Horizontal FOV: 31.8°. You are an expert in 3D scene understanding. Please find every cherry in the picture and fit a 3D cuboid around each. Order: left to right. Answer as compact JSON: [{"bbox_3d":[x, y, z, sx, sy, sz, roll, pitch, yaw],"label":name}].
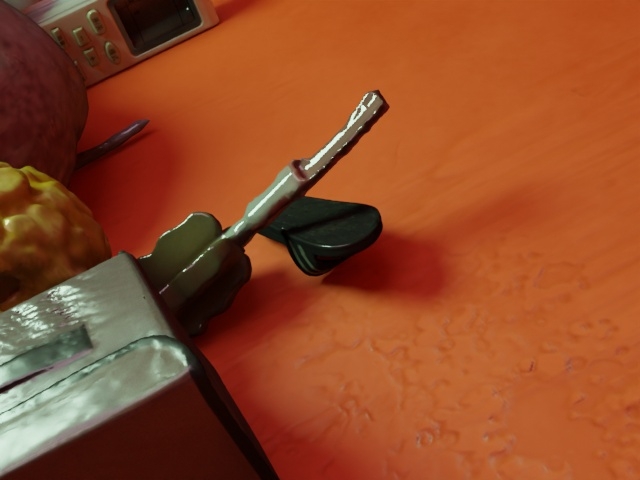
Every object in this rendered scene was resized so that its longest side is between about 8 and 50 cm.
[{"bbox_3d":[-0.386,-0.133,1.074,0.291,0.335,0.326,-36,15,9],"label":"cherry"}]

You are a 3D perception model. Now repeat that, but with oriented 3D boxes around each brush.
[{"bbox_3d":[-0.057,-0.012,0.916,0.301,0.071,0.084,-43,46,9],"label":"brush"}]

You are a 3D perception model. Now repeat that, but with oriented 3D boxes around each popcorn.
[{"bbox_3d":[-0.278,0.050,0.878,0.250,0.190,0.250,-37,0,0],"label":"popcorn"}]

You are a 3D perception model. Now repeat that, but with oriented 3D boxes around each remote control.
[{"bbox_3d":[-0.259,-0.236,1.278,0.277,0.103,0.055,-26,43,-4],"label":"remote control"}]

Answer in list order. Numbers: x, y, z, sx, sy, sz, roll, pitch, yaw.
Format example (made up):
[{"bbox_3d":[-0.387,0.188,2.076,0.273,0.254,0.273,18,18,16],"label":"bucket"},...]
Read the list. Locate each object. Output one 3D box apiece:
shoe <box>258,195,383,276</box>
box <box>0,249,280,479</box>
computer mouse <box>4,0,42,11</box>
[{"bbox_3d":[0.000,0.000,0.948,0.071,0.049,0.179,-27,21,-23],"label":"shoe"},{"bbox_3d":[-0.179,0.150,0.763,0.252,0.188,0.153,-30,43,-4],"label":"box"},{"bbox_3d":[-0.419,-0.300,1.381,0.158,0.072,0.310,-6,75,23],"label":"computer mouse"}]
